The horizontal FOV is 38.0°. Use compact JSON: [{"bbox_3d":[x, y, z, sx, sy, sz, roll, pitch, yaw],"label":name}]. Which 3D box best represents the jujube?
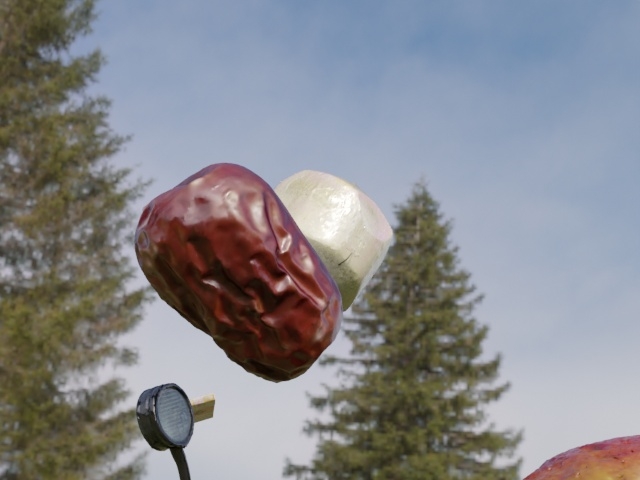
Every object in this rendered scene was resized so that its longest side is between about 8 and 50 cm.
[{"bbox_3d":[-0.075,0.032,0.922,0.230,0.155,0.155,47,-38,-8],"label":"jujube"}]

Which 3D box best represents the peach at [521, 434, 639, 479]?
[{"bbox_3d":[0.329,0.354,0.895,0.416,0.353,0.339,-11,-40,-20],"label":"peach"}]

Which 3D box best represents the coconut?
[{"bbox_3d":[-0.002,-0.001,1.503,0.227,0.230,0.227,24,-35,19],"label":"coconut"}]

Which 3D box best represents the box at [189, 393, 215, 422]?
[{"bbox_3d":[-0.169,0.234,1.281,0.046,0.012,0.083,-13,-26,-15],"label":"box"}]

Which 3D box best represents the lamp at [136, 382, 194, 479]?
[{"bbox_3d":[-0.148,0.338,0.979,0.108,0.130,0.371,-15,-73,24],"label":"lamp"}]
